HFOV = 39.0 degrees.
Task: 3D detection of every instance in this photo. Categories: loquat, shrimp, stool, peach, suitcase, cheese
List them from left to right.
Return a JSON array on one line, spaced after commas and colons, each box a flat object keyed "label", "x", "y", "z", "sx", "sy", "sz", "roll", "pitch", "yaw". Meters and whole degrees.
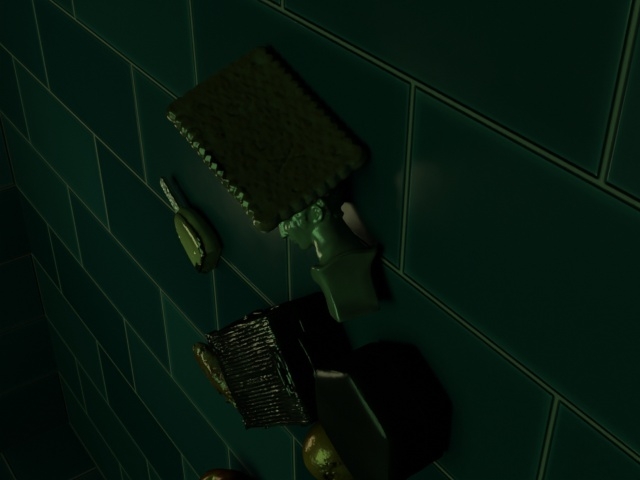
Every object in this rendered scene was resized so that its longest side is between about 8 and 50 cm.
[{"label": "cheese", "x": -0.311, "y": -0.047, "z": 2.089, "sx": 0.252, "sy": 0.054, "sz": 0.127, "roll": 57, "pitch": 151, "yaw": 21}, {"label": "shrimp", "x": -0.230, "y": 0.359, "z": 2.233, "sx": 0.294, "sy": 0.062, "sz": 0.154, "roll": 43, "pitch": 155, "yaw": 43}, {"label": "peach", "x": -0.233, "y": 0.692, "z": 2.347, "sx": 0.197, "sy": 0.197, "sz": 0.197, "roll": 39, "pitch": 141, "yaw": 42}, {"label": "suitcase", "x": -0.072, "y": 0.238, "z": 1.776, "sx": 0.335, "sy": 0.152, "sz": 0.230, "roll": -24, "pitch": 89, "yaw": 60}, {"label": "loquat", "x": 0.036, "y": 0.389, "z": 1.697, "sx": 0.141, "sy": 0.141, "sz": 0.141, "roll": 39, "pitch": 141, "yaw": 42}, {"label": "stool", "x": 0.099, "y": 0.288, "z": 1.512, "sx": 0.232, "sy": 0.141, "sz": 0.232, "roll": 38, "pitch": 139, "yaw": 42}]

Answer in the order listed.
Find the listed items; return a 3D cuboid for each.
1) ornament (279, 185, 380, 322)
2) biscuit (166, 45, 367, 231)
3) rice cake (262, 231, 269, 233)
[{"label": "ornament", "x": 0.015, "y": -0.003, "z": 1.491, "sx": 0.285, "sy": 0.130, "sz": 0.120, "roll": 58, "pitch": 168, "yaw": 2}, {"label": "biscuit", "x": -0.092, "y": -0.171, "z": 1.468, "sx": 0.325, "sy": 0.217, "sz": 0.044, "roll": 48, "pitch": 168, "yaw": 30}, {"label": "rice cake", "x": -0.065, "y": -0.102, "z": 1.588, "sx": 0.040, "sy": 0.085, "sz": 0.226, "roll": 49, "pitch": 148, "yaw": 25}]
